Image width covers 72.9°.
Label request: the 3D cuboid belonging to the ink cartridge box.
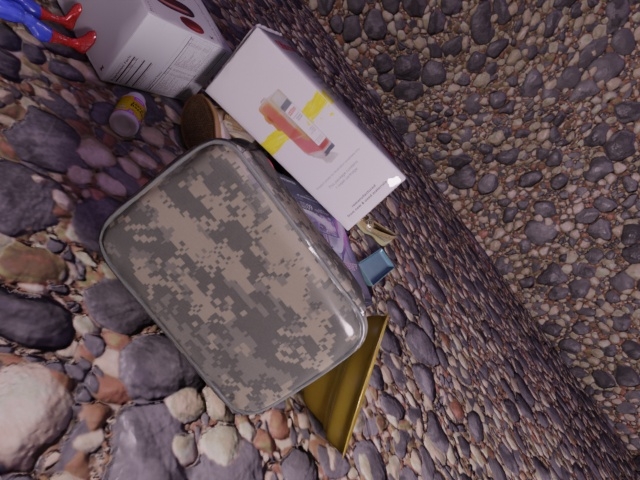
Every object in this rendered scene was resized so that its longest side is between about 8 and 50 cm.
[{"bbox_3d":[-0.017,-0.241,0.924,0.384,0.160,0.279,44,18,-11],"label":"ink cartridge box"}]

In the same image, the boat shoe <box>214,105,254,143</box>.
[{"bbox_3d":[-0.192,-0.260,0.919,0.170,0.059,0.063,11,49,-54],"label":"boat shoe"}]

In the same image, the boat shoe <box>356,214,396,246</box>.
[{"bbox_3d":[0.150,-0.040,1.222,0.153,0.048,0.056,39,30,-28],"label":"boat shoe"}]

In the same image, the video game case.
[{"bbox_3d":[0.000,0.000,0.865,0.196,0.026,0.275,16,46,-50],"label":"video game case"}]

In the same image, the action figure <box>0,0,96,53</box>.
[{"bbox_3d":[-0.430,-0.354,0.570,0.092,0.139,0.280,57,29,10],"label":"action figure"}]

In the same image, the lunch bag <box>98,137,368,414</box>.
[{"bbox_3d":[-0.089,0.030,0.581,0.305,0.212,0.256,52,10,-9],"label":"lunch bag"}]

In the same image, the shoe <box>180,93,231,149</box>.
[{"bbox_3d":[-0.199,-0.167,0.796,0.058,0.076,0.219,35,33,-71],"label":"shoe"}]

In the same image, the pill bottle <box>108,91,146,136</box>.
[{"bbox_3d":[-0.304,-0.204,0.690,0.043,0.043,0.083,35,32,-33],"label":"pill bottle"}]

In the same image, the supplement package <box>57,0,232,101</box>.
[{"bbox_3d":[-0.310,-0.390,0.782,0.194,0.149,0.203,58,26,9],"label":"supplement package"}]

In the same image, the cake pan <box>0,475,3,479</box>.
[{"bbox_3d":[-0.300,0.218,0.190,0.293,0.054,0.293,38,30,-28],"label":"cake pan"}]

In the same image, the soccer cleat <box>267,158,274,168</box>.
[{"bbox_3d":[-0.089,-0.028,0.761,0.095,0.082,0.248,173,-98,-81],"label":"soccer cleat"}]

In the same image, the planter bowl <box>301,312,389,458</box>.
[{"bbox_3d":[0.029,0.198,0.651,0.090,0.218,0.217,18,24,12],"label":"planter bowl"}]

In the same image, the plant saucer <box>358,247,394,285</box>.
[{"bbox_3d":[0.143,0.068,1.119,0.067,0.018,0.192,57,28,5],"label":"plant saucer"}]
